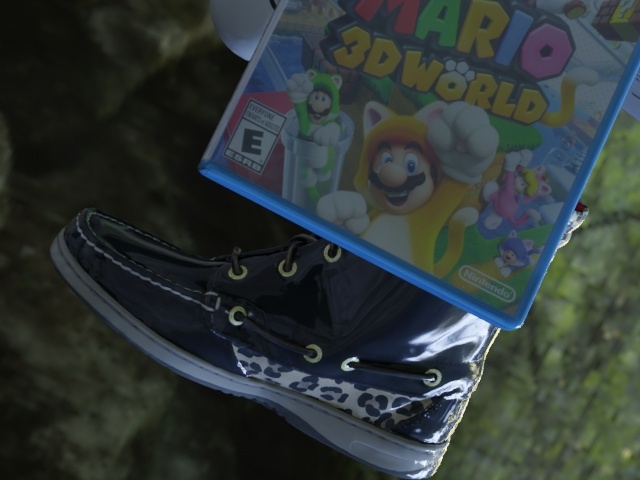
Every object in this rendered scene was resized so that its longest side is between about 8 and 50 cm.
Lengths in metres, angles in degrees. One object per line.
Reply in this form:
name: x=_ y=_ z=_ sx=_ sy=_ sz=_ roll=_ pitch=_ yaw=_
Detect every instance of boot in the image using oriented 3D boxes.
boot: x=0.001 y=0.000 z=0.959 sx=0.236 sy=0.178 sz=0.085 roll=29 pitch=-161 yaw=-11

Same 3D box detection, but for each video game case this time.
video game case: x=0.048 y=-0.070 z=0.625 sx=0.119 sy=0.166 sz=0.015 roll=27 pitch=170 yaw=-9

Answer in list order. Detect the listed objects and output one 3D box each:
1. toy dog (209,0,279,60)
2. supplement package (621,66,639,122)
toy dog: x=0.094 y=-0.189 z=1.160 sx=0.220 sy=0.161 sz=0.333 roll=48 pitch=-134 yaw=-14
supplement package: x=0.230 y=-0.179 z=1.081 sx=0.203 sy=0.194 sz=0.149 roll=49 pitch=178 yaw=-42
